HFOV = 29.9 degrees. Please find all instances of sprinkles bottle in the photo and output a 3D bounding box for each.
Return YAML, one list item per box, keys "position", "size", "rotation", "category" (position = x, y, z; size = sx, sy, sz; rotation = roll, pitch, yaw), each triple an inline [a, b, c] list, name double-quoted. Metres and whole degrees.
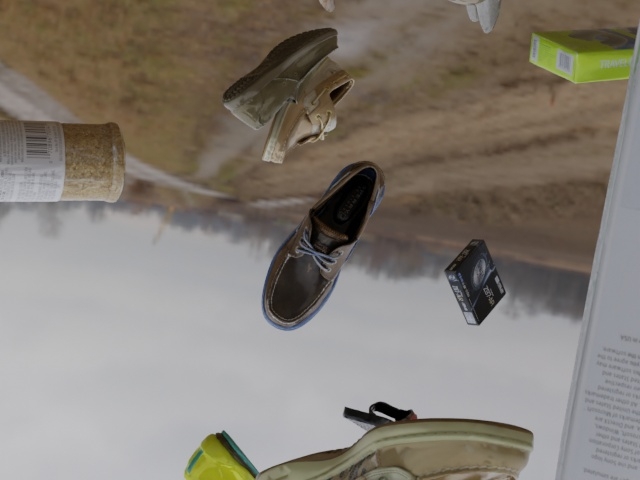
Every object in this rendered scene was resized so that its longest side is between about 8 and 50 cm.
- position: [-0.460, -0.112, 1.692]
  size: [0.355, 0.121, 0.121]
  rotation: [-1, -176, -22]
  category: "sprinkles bottle"

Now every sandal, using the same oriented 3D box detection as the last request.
- position: [0.079, 0.197, 1.322]
  size: [0.067, 0.040, 0.179]
  rotation: [9, 165, 25]
  category: "sandal"

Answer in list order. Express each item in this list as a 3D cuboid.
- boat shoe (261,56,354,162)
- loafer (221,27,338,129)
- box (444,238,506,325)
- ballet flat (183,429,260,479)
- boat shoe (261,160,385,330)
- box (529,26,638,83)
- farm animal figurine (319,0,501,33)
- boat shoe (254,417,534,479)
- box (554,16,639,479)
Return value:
- position: [-0.009, -0.136, 1.267]
  size: [0.059, 0.170, 0.063]
  rotation: [26, 139, 3]
  category: "boat shoe"
- position: [-0.035, -0.163, 1.204]
  size: [0.148, 0.050, 0.056]
  rotation: [-39, -153, -22]
  category: "loafer"
- position: [0.187, 0.051, 1.450]
  size: [0.018, 0.083, 0.067]
  rotation: [3, -143, 46]
  category: "box"
- position: [-0.078, 0.302, 1.377]
  size: [0.077, 0.077, 0.231]
  rotation: [36, 168, 52]
  category: "ballet flat"
- position: [0.000, 0.000, 1.134]
  size: [0.066, 0.183, 0.066]
  rotation: [28, 170, 2]
  category: "boat shoe"
- position: [0.360, -0.228, 1.462]
  size: [0.178, 0.042, 0.109]
  rotation: [-7, -156, -19]
  category: "box"
- position: [0.107, -0.224, 0.690]
  size: [0.327, 0.172, 0.330]
  rotation: [-11, -149, 14]
  category: "farm animal figurine"
- position: [0.055, 0.208, 0.961]
  size: [0.105, 0.089, 0.285]
  rotation: [20, 147, -34]
  category: "boat shoe"
- position: [0.199, 0.004, 0.602]
  size: [0.058, 0.232, 0.322]
  rotation: [14, -169, 26]
  category: "box"
